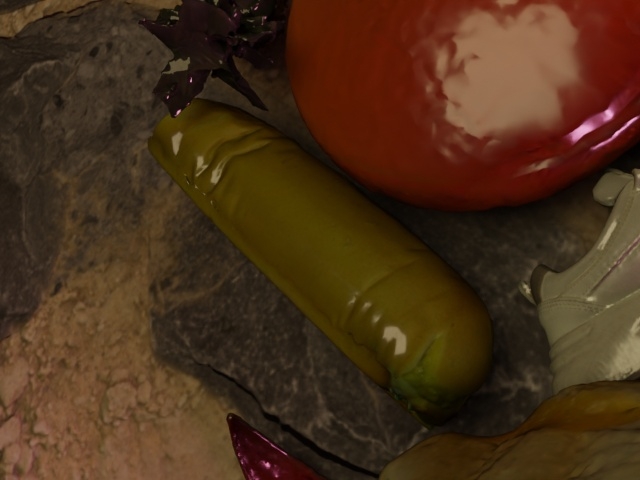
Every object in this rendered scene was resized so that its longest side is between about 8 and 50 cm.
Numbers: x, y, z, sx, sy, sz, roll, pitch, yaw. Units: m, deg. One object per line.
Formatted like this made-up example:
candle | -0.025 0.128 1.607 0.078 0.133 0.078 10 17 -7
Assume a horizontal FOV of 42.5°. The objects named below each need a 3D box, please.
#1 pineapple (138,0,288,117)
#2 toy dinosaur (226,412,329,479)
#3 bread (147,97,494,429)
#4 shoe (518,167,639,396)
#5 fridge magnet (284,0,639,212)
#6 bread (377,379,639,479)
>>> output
pineapple | -0.085 -0.203 0.780 0.119 0.130 0.277 -44 18 21
toy dinosaur | 0.035 0.272 0.636 0.206 0.113 0.327 -26 61 18
bread | 0.000 0.000 0.712 0.112 0.166 0.383 -46 57 -4
shoe | 0.270 -0.007 0.585 0.316 0.124 0.159 -42 54 20
fridge magnet | 0.140 -0.195 0.698 0.363 0.155 0.364 -9 70 26
bread | 0.125 0.226 0.443 0.300 0.341 0.210 -20 99 42
